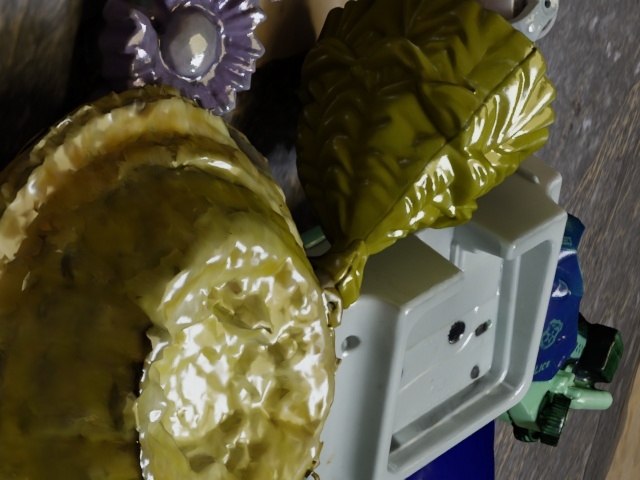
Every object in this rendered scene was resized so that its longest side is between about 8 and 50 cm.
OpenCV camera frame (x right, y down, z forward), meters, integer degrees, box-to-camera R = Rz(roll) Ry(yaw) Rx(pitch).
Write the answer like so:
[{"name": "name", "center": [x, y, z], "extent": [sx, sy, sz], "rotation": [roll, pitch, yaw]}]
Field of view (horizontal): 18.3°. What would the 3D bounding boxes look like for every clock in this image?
[{"name": "clock", "center": [0.073, 0.075, 1.461], "extent": [0.262, 0.116, 0.231], "rotation": [-27, 134, -37]}]

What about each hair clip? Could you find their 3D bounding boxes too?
[{"name": "hair clip", "center": [-0.050, -0.155, 1.103], "extent": [0.292, 0.084, 0.106], "rotation": [-54, 127, -17]}]

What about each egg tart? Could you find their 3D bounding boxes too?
[{"name": "egg tart", "center": [-0.078, 0.062, 1.025], "extent": [0.290, 0.115, 0.290], "rotation": [-20, 115, -51]}]

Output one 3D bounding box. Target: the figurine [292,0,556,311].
[{"name": "figurine", "center": [0.003, 0.003, 1.264], "extent": [0.315, 0.187, 0.168], "rotation": [-56, 136, -29]}]

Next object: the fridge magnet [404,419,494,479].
[{"name": "fridge magnet", "center": [0.080, 0.248, 1.709], "extent": [0.265, 0.112, 0.265], "rotation": [16, 90, -70]}]

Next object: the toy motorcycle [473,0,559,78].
[{"name": "toy motorcycle", "center": [0.117, -0.115, 1.584], "extent": [0.254, 0.112, 0.112], "rotation": [-69, 159, -10]}]

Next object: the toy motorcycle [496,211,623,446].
[{"name": "toy motorcycle", "center": [0.200, 0.081, 1.882], "extent": [0.196, 0.125, 0.331], "rotation": [-69, 158, -11]}]
